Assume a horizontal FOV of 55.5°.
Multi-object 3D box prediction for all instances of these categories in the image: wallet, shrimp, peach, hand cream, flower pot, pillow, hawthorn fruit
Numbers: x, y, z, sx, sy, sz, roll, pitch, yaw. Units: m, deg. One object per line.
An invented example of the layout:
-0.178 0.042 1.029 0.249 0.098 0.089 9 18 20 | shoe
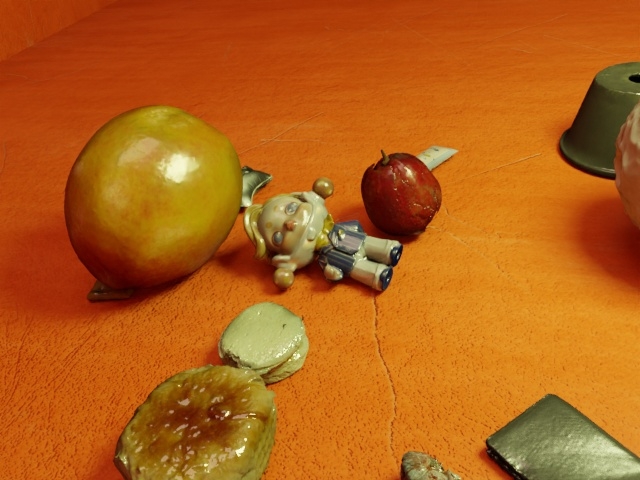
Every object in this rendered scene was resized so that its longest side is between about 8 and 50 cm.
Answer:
0.311 0.271 0.667 0.124 0.025 0.244 -27 37 -23 | wallet
0.142 0.297 0.638 0.073 0.075 0.190 10 17 -31 | shrimp
-0.289 -0.068 1.058 0.307 0.308 0.332 14 65 29 | peach
0.221 -0.165 1.290 0.065 0.043 0.170 21 43 36 | hand cream
0.628 -0.254 1.221 0.269 0.166 0.269 -5 34 3 | flower pot
-0.167 -0.112 1.297 0.091 0.055 0.136 29 44 -2 | pillow
0.139 -0.093 1.099 0.148 0.172 0.148 -25 33 18 | hawthorn fruit

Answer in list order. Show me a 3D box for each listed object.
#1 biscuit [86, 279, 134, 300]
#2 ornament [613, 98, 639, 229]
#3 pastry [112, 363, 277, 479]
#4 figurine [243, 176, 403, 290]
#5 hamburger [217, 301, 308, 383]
-0.372 0.079 1.103 0.083 0.018 0.081 -3 35 9 | biscuit
0.606 -0.109 0.874 0.337 0.337 0.337 -6 35 4 | ornament
-0.151 0.244 0.752 0.182 0.093 0.192 5 36 14 | pastry
0.007 -0.009 1.046 0.274 0.133 0.194 -1 78 16 | figurine
-0.085 0.149 0.901 0.133 0.062 0.140 -27 41 -21 | hamburger
